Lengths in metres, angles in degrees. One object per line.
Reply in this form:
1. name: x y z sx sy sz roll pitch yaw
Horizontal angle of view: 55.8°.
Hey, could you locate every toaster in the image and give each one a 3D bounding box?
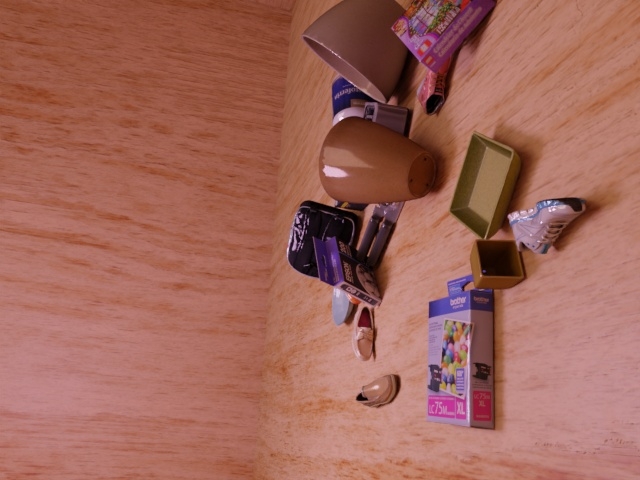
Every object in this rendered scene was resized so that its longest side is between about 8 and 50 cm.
1. toaster: 0.186 -0.321 1.804 0.185 0.110 0.168 -133 52 -71

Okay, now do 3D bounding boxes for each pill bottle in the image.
1. pill bottle: 0.116 -0.437 2.048 0.153 0.153 0.264 121 152 -56

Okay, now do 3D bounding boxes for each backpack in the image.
1. backpack: 0.000 0.000 2.116 0.191 0.225 0.253 -63 -12 -76

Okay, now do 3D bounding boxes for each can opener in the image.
1. can opener: 0.186 -0.056 1.787 0.095 0.076 0.283 -48 -19 -52

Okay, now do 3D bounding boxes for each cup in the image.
1. cup: 0.143 -0.609 1.828 0.237 0.331 0.331 -52 20 6

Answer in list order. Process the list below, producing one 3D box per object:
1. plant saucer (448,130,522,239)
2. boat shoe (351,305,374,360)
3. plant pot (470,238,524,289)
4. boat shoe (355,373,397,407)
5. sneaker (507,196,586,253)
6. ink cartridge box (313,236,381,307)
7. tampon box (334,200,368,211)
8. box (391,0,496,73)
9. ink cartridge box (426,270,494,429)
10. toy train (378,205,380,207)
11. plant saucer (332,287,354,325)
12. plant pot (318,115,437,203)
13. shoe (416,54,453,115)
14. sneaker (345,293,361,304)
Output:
1. plant saucer: 0.340 -0.112 1.231 0.188 0.045 0.188 -117 37 -66
2. boat shoe: 0.128 0.272 1.794 0.059 0.063 0.170 108 164 -53
3. plant pot: 0.325 0.054 1.144 0.083 0.081 0.081 99 172 -58
4. boat shoe: 0.145 0.410 1.634 0.190 0.072 0.068 118 156 -52
5. sneaker: 0.381 -0.021 1.009 0.190 0.071 0.083 126 143 -77
6. ink cartridge box: 0.078 0.082 1.811 0.045 0.208 0.206 -47 31 26
7. tampon box: 0.113 -0.196 2.025 0.120 0.101 0.161 133 142 -66
8. box: 0.291 -0.551 1.490 0.201 0.057 0.293 -49 28 21
9. ink cartridge box: 0.284 0.219 1.244 0.186 0.065 0.311 143 135 -69
10. toy train: 0.179 -0.074 1.866 0.036 0.027 0.158 -119 38 -49
11. plant saucer: 0.085 0.195 2.052 0.195 0.037 0.195 -171 90 -75
12. plant pot: 0.164 -0.192 1.572 0.254 0.237 0.237 20 103 45
13. shoe: 0.298 -0.405 1.531 0.178 0.063 0.081 110 157 -46
14. sneaker: 0.111 0.121 1.946 0.067 0.064 0.175 -46 40 51
